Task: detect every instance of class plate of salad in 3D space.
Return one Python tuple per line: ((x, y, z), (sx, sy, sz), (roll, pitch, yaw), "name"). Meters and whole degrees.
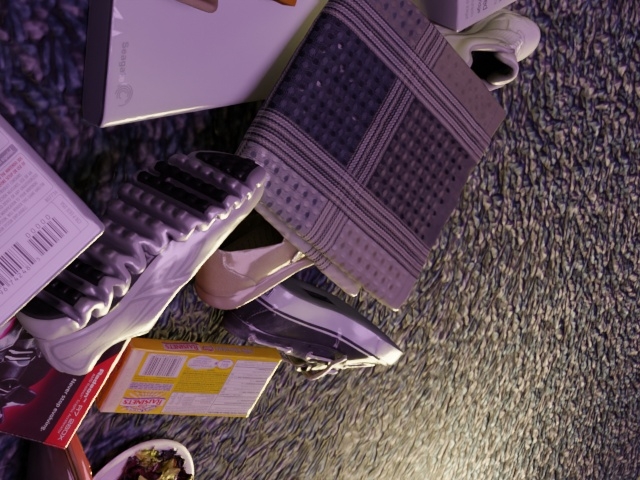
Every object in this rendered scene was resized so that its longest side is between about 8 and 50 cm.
((-0.233, 0.342, 1.479), (0.200, 0.048, 0.199), (-28, 133, -34), "plate of salad")

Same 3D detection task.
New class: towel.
((0.060, -0.114, 1.369), (0.324, 0.056, 0.312), (40, 74, -39), "towel")

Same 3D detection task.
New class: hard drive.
((-0.103, -0.237, 1.224), (0.308, 0.040, 0.203), (-17, 127, -43), "hard drive")

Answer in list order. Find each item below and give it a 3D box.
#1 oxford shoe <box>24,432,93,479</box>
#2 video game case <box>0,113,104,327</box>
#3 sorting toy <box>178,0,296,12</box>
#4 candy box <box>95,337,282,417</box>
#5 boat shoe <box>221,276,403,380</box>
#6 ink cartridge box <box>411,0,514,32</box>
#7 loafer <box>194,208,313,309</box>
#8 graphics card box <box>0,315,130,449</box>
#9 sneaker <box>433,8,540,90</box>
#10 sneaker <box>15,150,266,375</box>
((-0.329, 0.370, 1.329), (0.133, 0.130, 0.363), (-3, 109, -29), "oxford shoe")
((-0.390, -0.004, 0.930), (0.329, 0.036, 0.300), (-44, 115, -8), "video game case")
((-0.105, -0.336, 1.099), (0.307, 0.041, 0.229), (12, 95, -48), "sorting toy")
((-0.155, 0.165, 1.400), (0.206, 0.027, 0.105), (9, 127, -36), "candy box")
((-0.008, 0.127, 1.533), (0.105, 0.113, 0.306), (-55, 143, 7), "boat shoe")
((0.218, -0.408, 1.401), (0.289, 0.121, 0.211), (-32, 137, -31), "ink cartridge box")
((-0.038, -0.019, 1.402), (0.268, 0.102, 0.092), (-38, 145, -25), "loafer")
((-0.330, 0.053, 1.124), (0.232, 0.094, 0.371), (-58, 143, -2), "graphics card box")
((0.226, -0.238, 1.536), (0.232, 0.115, 0.090), (-23, 131, -38), "sneaker")
((-0.168, 0.015, 1.143), (0.292, 0.110, 0.118), (-39, 141, -28), "sneaker")
